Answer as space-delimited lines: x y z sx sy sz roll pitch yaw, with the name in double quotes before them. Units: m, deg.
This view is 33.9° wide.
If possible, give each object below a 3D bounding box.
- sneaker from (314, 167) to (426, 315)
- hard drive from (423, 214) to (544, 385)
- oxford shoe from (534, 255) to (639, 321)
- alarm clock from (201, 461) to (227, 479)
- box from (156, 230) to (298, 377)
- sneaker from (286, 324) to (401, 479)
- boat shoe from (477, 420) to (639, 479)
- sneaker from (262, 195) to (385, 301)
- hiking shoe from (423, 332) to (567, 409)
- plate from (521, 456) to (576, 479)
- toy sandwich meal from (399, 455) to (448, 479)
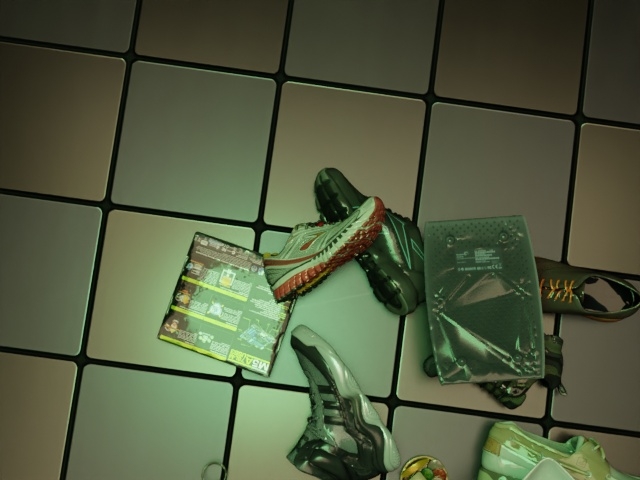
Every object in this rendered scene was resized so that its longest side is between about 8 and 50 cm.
"sneaker" 0.089 -0.010 1.674 0.106 0.101 0.267 -33 86 -25
"hard drive" 0.246 0.092 1.599 0.172 0.054 0.255 -4 72 2
"oxford shoe" 0.372 0.071 1.656 0.271 0.098 0.097 5 84 -1
"alarm clock" -0.140 0.435 1.618 0.129 0.064 0.192 -20 81 -4
"box" -0.139 0.102 1.666 0.190 0.045 0.184 19 85 0
"sneaker" -0.002 0.271 1.618 0.153 0.101 0.269 -33 88 -8
"boat shoe" 0.399 0.353 1.616 0.302 0.113 0.103 11 88 0
"sneaker" 0.000 0.000 1.592 0.225 0.088 0.093 -36 74 19
"hiking shoe" 0.276 0.209 1.643 0.226 0.086 0.114 -6 80 -3
"plate" 0.324 0.497 1.487 0.277 0.045 0.278 45 84 3
"toy sandwich meal" 0.161 0.379 1.647 0.085 0.029 0.086 0 83 -2
